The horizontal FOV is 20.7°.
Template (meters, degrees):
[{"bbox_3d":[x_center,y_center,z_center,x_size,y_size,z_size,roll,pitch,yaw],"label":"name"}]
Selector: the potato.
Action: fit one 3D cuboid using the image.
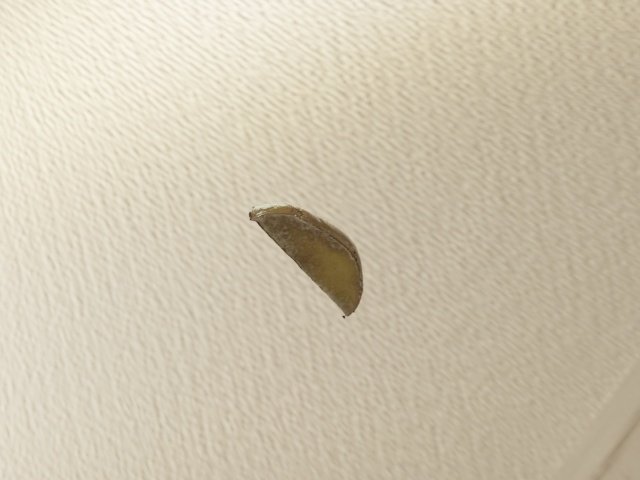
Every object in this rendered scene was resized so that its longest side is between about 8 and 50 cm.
[{"bbox_3d":[0.000,0.000,1.078,0.036,0.037,0.093,-33,-66,26],"label":"potato"}]
